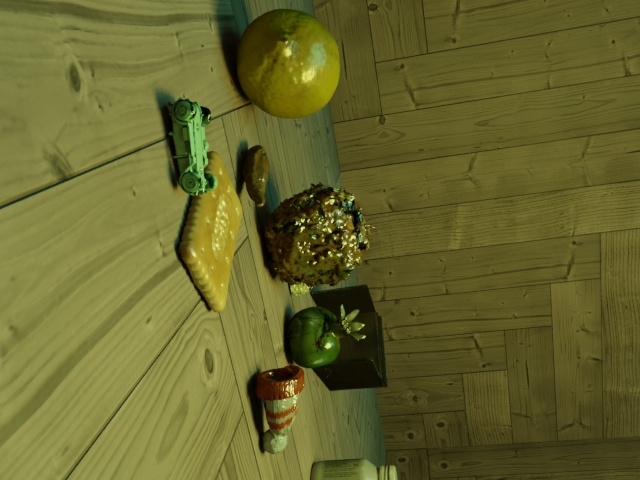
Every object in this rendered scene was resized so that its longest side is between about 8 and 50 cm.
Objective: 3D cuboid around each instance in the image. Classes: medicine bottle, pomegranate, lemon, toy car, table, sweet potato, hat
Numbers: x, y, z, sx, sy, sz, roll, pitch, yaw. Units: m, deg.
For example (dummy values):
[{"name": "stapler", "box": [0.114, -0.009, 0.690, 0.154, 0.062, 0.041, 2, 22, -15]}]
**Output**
[{"name": "medicine bottle", "box": [0.091, 0.639, 1.454, 0.135, 0.215, 0.135, -7, 90, -81]}, {"name": "pomegranate", "box": [0.009, 0.230, 1.367, 0.131, 0.191, 0.152, 35, 45, -55]}, {"name": "lemon", "box": [-0.069, -0.385, 1.233, 0.263, 0.236, 0.236, 41, 41, -56]}, {"name": "toy car", "box": [-0.194, -0.140, 0.845, 0.073, 0.054, 0.143, -33, 119, -78]}, {"name": "table", "box": [0.092, 0.313, 1.762, 0.282, 0.196, 0.250, 66, 20, -58]}, {"name": "sweet potato", "box": [-0.134, -0.141, 1.162, 0.068, 0.060, 0.206, 93, -9, -50]}, {"name": "hat", "box": [-0.079, 0.332, 1.079, 0.112, 0.093, 0.162, -11, 99, -69]}]

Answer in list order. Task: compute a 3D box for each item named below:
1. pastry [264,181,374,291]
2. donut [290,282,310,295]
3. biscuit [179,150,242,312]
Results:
[{"name": "pastry", "box": [0.000, 0.000, 1.292, 0.193, 0.275, 0.275, 56, -11, 42]}, {"name": "donut", "box": [-0.055, 0.053, 1.475, 0.108, 0.065, 0.166, -75, 156, -67]}, {"name": "biscuit", "box": [-0.174, -0.020, 0.935, 0.250, 0.030, 0.160, -87, 166, -45]}]
